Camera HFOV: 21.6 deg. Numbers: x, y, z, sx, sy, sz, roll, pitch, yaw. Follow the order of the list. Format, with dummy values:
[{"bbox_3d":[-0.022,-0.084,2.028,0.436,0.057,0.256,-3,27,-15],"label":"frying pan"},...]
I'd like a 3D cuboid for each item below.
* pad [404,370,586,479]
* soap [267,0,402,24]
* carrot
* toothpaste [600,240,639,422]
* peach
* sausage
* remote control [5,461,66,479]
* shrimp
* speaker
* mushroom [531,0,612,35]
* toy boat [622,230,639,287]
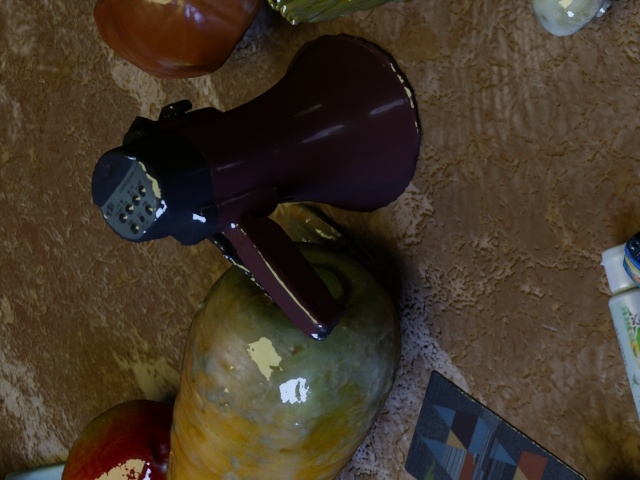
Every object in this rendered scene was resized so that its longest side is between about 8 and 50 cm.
[{"bbox_3d":[0.180,0.247,1.772,0.211,0.003,0.143,34,127,30],"label":"pad"},{"bbox_3d":[-0.046,-0.275,1.548,0.304,0.338,0.169,-22,88,45],"label":"soap"},{"bbox_3d":[-0.045,0.166,1.805,0.224,0.224,0.341,41,135,26],"label":"carrot"},{"bbox_3d":[0.316,0.155,1.523,0.058,0.056,0.314,-27,72,41],"label":"toothpaste"},{"bbox_3d":[-0.218,0.285,2.047,0.197,0.197,0.197,18,118,39],"label":"peach"},{"bbox_3d":[-0.150,-0.252,1.761,0.141,0.153,0.268,33,170,-16],"label":"sausage"},{"bbox_3d":[-0.386,0.346,2.342,0.162,0.029,0.061,-18,95,47],"label":"remote control"},{"bbox_3d":[0.000,0.000,1.840,0.108,0.023,0.059,37,138,28],"label":"shrimp"},{"bbox_3d":[-0.053,-0.039,1.673,0.198,0.329,0.259,-14,102,46],"label":"speaker"},{"bbox_3d":[0.227,-0.222,1.498,0.067,0.084,0.083,24,134,-15],"label":"mushroom"},{"bbox_3d":[0.350,0.023,1.456,0.175,0.091,0.110,35,144,24],"label":"toy boat"}]
